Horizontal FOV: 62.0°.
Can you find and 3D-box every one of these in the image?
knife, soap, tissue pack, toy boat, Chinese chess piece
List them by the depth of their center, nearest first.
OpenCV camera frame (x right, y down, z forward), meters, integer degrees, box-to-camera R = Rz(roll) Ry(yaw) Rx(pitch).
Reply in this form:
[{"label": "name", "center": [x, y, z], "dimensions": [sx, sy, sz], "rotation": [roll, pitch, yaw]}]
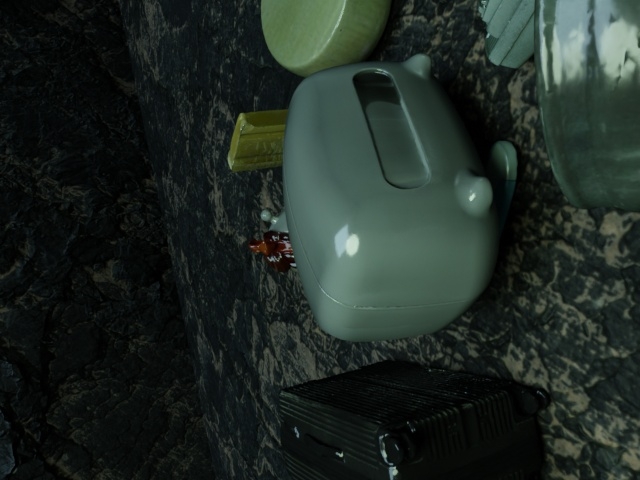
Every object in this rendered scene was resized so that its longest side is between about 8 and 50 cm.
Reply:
[{"label": "toy boat", "center": [0.223, -0.289, 0.493], "dimensions": [0.078, 0.085, 0.261], "rotation": [-77, 7, -45]}, {"label": "tissue pack", "center": [0.072, -0.064, 0.652], "dimensions": [0.236, 0.229, 0.333], "rotation": [100, 162, -52]}, {"label": "knife", "center": [0.205, -0.016, 0.662], "dimensions": [0.064, 0.031, 0.222], "rotation": [-114, 26, -57]}, {"label": "soap", "center": [-0.019, -0.159, 0.821], "dimensions": [0.037, 0.251, 0.092], "rotation": [62, 146, 27]}, {"label": "Chinese chess piece", "center": [0.005, -0.385, 0.843], "dimensions": [0.250, 0.101, 0.251], "rotation": [9, 101, 52]}]

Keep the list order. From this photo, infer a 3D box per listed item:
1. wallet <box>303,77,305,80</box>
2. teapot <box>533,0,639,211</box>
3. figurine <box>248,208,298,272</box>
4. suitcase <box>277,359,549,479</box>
[{"label": "wallet", "center": [-0.011, -0.396, 0.989], "dimensions": [0.110, 0.031, 0.198], "rotation": [-16, 81, 63]}, {"label": "teapot", "center": [0.268, -0.176, 0.305], "dimensions": [0.239, 0.239, 0.322], "rotation": [4, 104, 39]}, {"label": "figurine", "center": [0.000, 0.000, 0.849], "dimensions": [0.183, 0.226, 0.160], "rotation": [35, 126, 55]}, {"label": "suitcase", "center": [0.103, 0.268, 0.709], "dimensions": [0.335, 0.229, 0.152], "rotation": [-13, 84, 62]}]
